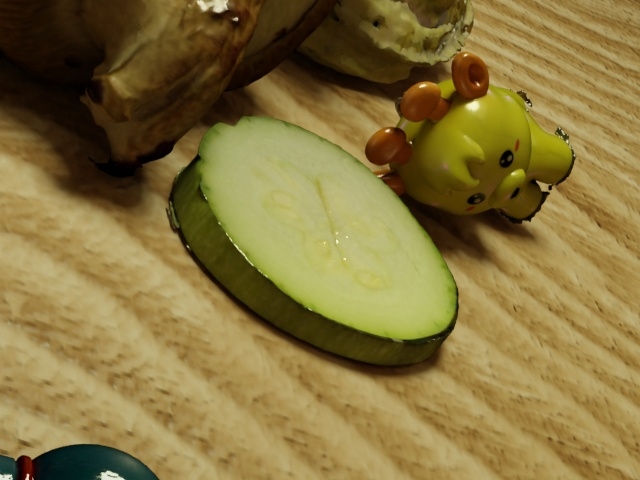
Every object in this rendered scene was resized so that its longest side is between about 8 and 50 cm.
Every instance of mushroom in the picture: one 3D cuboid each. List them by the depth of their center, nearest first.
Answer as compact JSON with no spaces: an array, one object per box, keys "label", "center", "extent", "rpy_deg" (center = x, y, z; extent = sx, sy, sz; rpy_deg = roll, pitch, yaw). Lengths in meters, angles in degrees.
[{"label":"mushroom","center":[-0.080,-0.214,1.162],"extent":[0.345,0.345,0.259],"rpy_deg":[-1,38,-50]}]

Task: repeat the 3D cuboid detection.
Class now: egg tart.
[{"label":"egg tart","center":[0.039,-0.310,1.504],"extent":[0.352,0.150,0.352],"rpy_deg":[26,50,-35]}]

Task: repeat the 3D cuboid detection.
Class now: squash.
[{"label":"squash","center":[-0.003,0.003,1.157],"extent":[0.219,0.041,0.219],"rpy_deg":[27,31,-18]}]

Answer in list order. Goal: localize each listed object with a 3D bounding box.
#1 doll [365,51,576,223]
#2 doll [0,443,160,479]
[{"label":"doll","center":[0.113,-0.081,1.328],"extent":[0.221,0.143,0.135],"rpy_deg":[8,38,-55]},{"label":"doll","center":[-0.127,0.129,0.745],"extent":[0.151,0.086,0.114],"rpy_deg":[14,19,-16]}]
